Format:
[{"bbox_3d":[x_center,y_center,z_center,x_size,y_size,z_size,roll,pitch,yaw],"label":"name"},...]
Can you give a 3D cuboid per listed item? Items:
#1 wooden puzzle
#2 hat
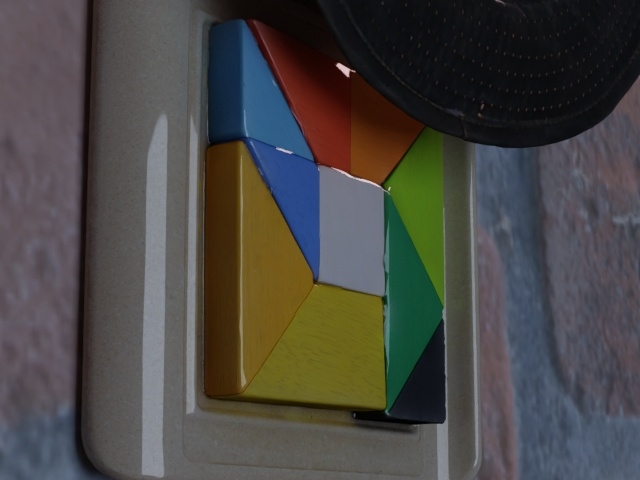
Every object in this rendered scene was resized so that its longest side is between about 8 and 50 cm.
[{"bbox_3d":[0.000,0.000,0.647,0.239,0.044,0.220,13,73,-48],"label":"wooden puzzle"},{"bbox_3d":[0.055,-0.211,0.690,0.331,0.134,0.331,-6,100,-41],"label":"hat"}]
